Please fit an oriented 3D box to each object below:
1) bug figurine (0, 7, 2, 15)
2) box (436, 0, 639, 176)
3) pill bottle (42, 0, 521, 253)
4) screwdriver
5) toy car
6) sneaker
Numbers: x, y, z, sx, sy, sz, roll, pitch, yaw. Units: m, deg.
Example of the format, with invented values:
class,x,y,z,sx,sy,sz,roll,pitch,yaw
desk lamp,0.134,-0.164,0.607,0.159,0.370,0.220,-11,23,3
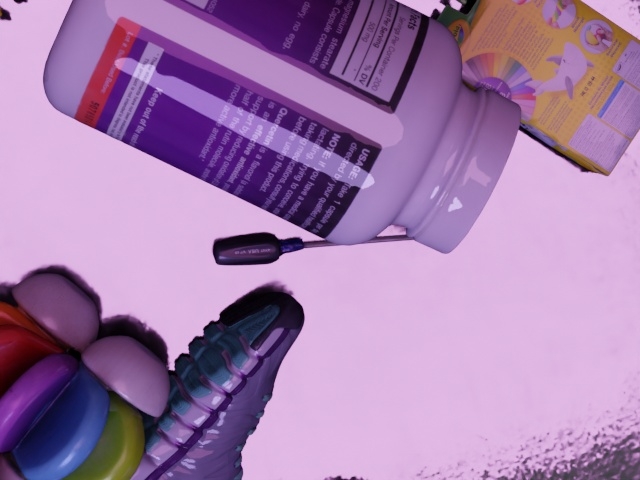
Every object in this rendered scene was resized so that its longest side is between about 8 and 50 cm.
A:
class,x,y,z,sx,sy,sz,roll,pitch,yaw
bug figurine,-0.341,-0.204,1.312,0.216,0.072,0.279,-47,121,-16
box,0.173,-0.140,1.411,0.179,0.043,0.105,33,91,-9
pill bottle,-0.025,-0.114,1.326,0.323,0.181,0.181,26,92,-7
screwdriver,0.000,0.000,1.421,0.170,0.024,0.025,-9,67,-10
toy car,-0.213,0.114,1.336,0.182,0.136,0.159,40,89,17
sneaker,-0.077,0.141,1.406,0.223,0.083,0.098,-46,116,5
